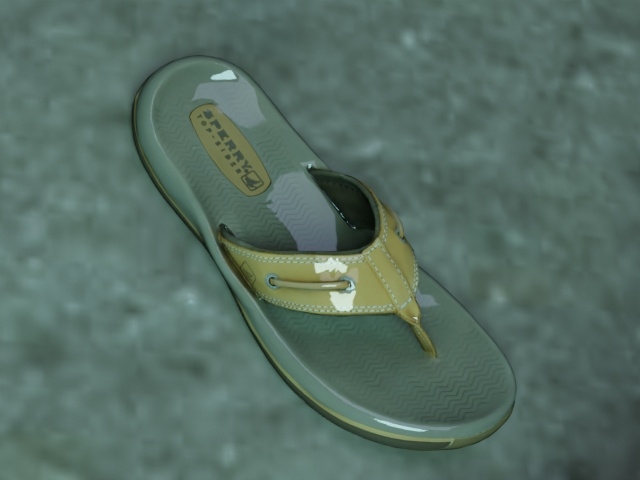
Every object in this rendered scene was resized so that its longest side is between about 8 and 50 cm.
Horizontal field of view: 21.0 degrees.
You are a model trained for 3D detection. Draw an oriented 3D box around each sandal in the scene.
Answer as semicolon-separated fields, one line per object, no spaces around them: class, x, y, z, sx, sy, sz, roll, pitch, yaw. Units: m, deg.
sandal;0.000;0.000;0.609;0.072;0.049;0.180;-33;78;-30
